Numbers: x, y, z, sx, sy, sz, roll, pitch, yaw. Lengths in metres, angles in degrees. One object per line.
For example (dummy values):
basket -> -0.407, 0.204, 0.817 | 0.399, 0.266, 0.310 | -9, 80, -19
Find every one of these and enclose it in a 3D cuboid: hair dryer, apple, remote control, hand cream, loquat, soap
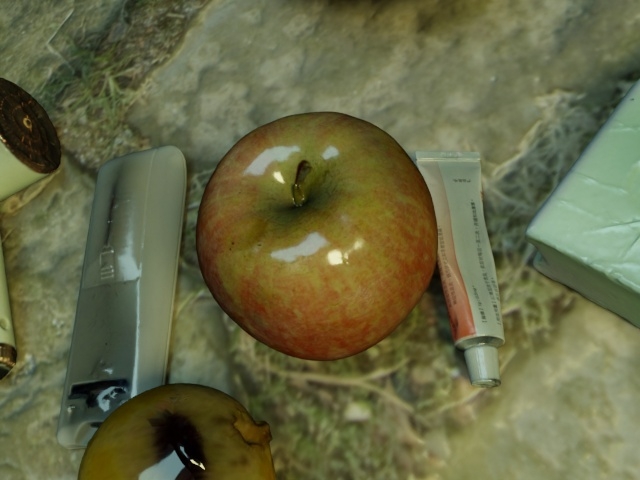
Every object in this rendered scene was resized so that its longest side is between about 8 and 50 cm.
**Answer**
hair dryer -> -0.392, 0.006, 0.738 | 0.203, 0.128, 0.361 | -25, 65, 10
apple -> 0.000, 0.000, 0.523 | 0.188, 0.174, 0.188 | -8, 63, 16
remote control -> -0.202, 0.042, 0.661 | 0.110, 0.055, 0.312 | -10, 62, 19
hand cream -> 0.116, 0.014, 0.541 | 0.038, 0.052, 0.216 | -37, 46, 44
loquat -> -0.109, 0.185, 0.499 | 0.163, 0.137, 0.163 | -2, 80, 11
soap -> 0.275, -0.049, 0.476 | 0.145, 0.091, 0.230 | 34, 83, 33
